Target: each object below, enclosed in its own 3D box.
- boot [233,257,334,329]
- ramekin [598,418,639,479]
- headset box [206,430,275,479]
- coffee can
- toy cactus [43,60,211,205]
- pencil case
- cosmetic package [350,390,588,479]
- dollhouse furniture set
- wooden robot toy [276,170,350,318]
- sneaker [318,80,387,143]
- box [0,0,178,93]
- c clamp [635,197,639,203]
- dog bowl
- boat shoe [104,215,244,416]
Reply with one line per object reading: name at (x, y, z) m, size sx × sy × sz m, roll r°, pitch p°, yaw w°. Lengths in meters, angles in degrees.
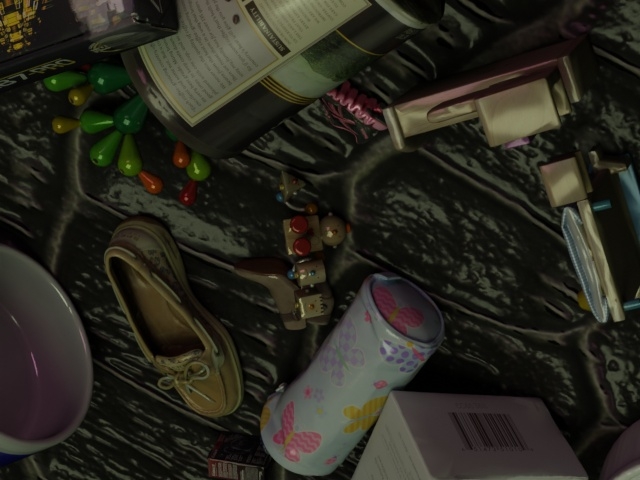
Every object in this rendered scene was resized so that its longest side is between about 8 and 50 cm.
boot at (-0.042, 0.066, 1.751) m, size 0.118 × 0.042 × 0.087 m, roll 3°, pitch 121°, yaw 15°
ramekin at (0.448, 0.323, 1.699) m, size 0.277 × 0.135 × 0.277 m, roll 7°, pitch 120°, yaw 13°
headset box at (-0.104, 0.278, 1.873) m, size 0.083 × 0.062 × 0.032 m, roll 6°, pitch 119°, yaw 12°
coffee can at (-0.042, -0.236, 1.487) m, size 0.275 × 0.201 × 0.201 m, roll -31°, pitch 106°, yaw 28°
toy cactus at (-0.197, -0.156, 1.652) m, size 0.219 × 0.112 × 0.180 m, roll 36°, pitch 103°, yaw -3°
pencil case at (0.035, 0.162, 1.741) m, size 0.113 × 0.124 × 0.273 m, roll 10°, pitch 132°, yaw -36°
cosmetic package at (0.134, 0.372, 1.760) m, size 0.217 × 0.156 × 0.385 m, roll 4°, pitch 124°, yaw -22°
dollhouse furniture set at (0.206, -0.022, 1.485) m, size 0.198 × 0.286 × 0.303 m, roll -16°, pitch 101°, yaw 23°
wooden robot toy at (0.000, 0.000, 1.681) m, size 0.079 × 0.076 × 0.173 m, roll -9°, pitch 94°, yaw -11°
sneaker at (0.018, -0.150, 1.615) m, size 0.119 × 0.047 × 0.057 m, roll 38°, pitch 133°, yaw -5°
box at (-0.331, -0.355, 1.471) m, size 0.318 × 0.097 × 0.395 m, roll -13°, pitch 85°, yaw 22°
c clamp at (0.383, 0.023, 1.616) m, size 0.137 × 0.022 × 0.161 m, roll -36°, pitch 104°, yaw 29°
dog bowl at (-0.403, 0.140, 1.762) m, size 0.104 × 0.265 × 0.265 m, roll -26°, pitch 108°, yaw 30°
boat shoe at (-0.187, 0.111, 1.787) m, size 0.104 × 0.089 × 0.285 m, roll -19°, pitch 112°, yaw 24°
